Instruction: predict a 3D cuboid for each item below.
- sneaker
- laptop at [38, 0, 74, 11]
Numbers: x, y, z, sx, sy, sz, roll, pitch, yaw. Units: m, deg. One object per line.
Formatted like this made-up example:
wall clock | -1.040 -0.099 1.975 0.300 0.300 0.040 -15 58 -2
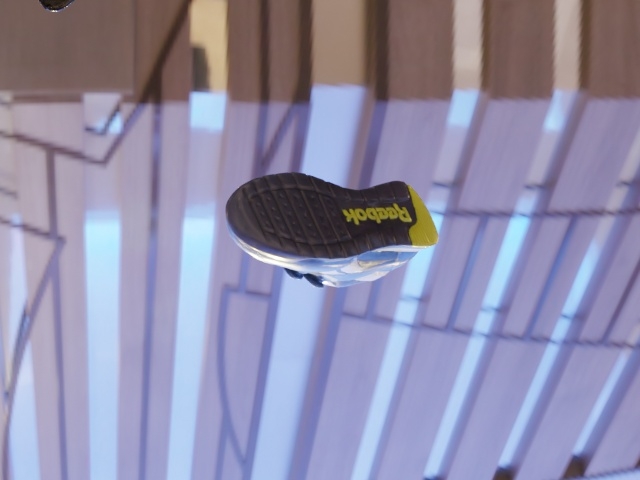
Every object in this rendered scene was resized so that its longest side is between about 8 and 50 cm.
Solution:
sneaker | 0.000 0.000 0.802 0.144 0.059 0.053 5 -121 -46
laptop | -0.075 -0.316 0.999 0.382 0.408 0.236 -39 -91 -3
